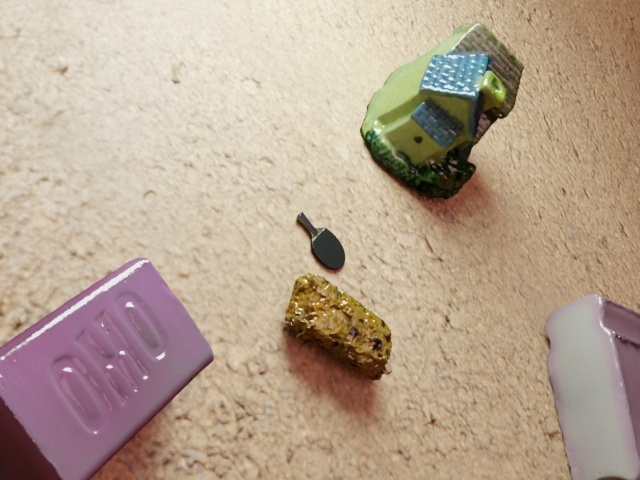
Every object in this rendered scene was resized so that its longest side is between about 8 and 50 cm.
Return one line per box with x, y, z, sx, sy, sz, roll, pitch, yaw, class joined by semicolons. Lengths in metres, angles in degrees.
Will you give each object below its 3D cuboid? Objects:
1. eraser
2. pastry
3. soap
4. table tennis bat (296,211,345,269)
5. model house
0.509;0.260;1.173;0.359;0.122;0.272;21;52;-32;eraser
0.025;0.097;0.866;0.140;0.056;0.080;32;58;-28;pastry
-0.186;0.108;0.629;0.122;0.065;0.203;56;34;-7;soap
0.000;0.000;0.941;0.083;0.007;0.050;50;42;-10;table tennis bat
0.197;-0.187;1.113;0.195;0.189;0.214;43;42;-12;model house
